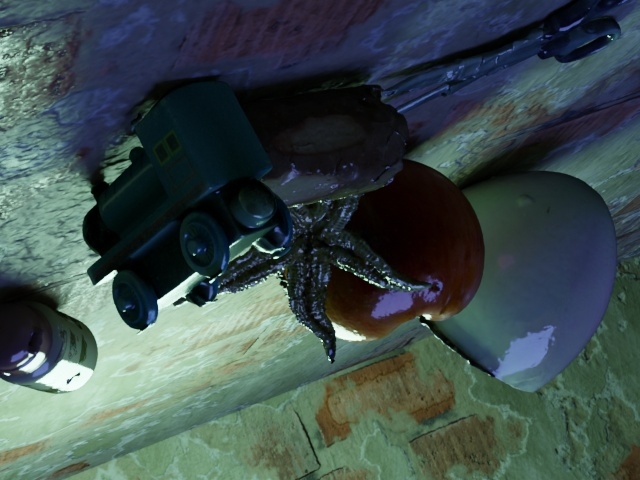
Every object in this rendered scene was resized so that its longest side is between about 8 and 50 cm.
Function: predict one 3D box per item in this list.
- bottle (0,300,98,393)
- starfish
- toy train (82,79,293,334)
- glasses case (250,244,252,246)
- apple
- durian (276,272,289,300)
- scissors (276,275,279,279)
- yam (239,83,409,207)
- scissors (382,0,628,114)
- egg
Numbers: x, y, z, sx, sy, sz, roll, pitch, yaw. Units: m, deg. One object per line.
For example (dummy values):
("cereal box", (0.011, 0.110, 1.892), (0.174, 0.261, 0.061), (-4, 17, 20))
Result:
("bottle", (-0.397, 0.143, 1.773), (0.120, 0.120, 0.253), (-25, 165, 2))
("starfish", (0.001, -0.003, 1.686), (0.347, 0.078, 0.358), (28, 115, -27))
("toy train", (-0.158, -0.027, 1.390), (0.120, 0.194, 0.298), (-22, 171, -42))
("glasses case", (-0.125, 0.004, 1.916), (0.083, 0.021, 0.032), (-14, 165, -38))
("apple", (0.084, 0.018, 1.837), (0.293, 0.251, 0.163), (-26, 175, 7))
("durian", (0.011, 0.030, 2.016), (0.196, 0.167, 0.196), (-31, 149, -22))
("scissors", (-0.014, 0.044, 2.243), (0.118, 0.030, 0.242), (-32, 167, 25))
("yam", (-0.018, -0.102, 1.467), (0.238, 0.128, 0.129), (-13, 179, -34))
("scissors", (0.237, -0.232, 1.624), (0.384, 0.029, 0.256), (-25, 168, -9))
("egg", (0.351, 0.033, 2.229), (0.340, 0.354, 0.354), (-51, 159, 14))
